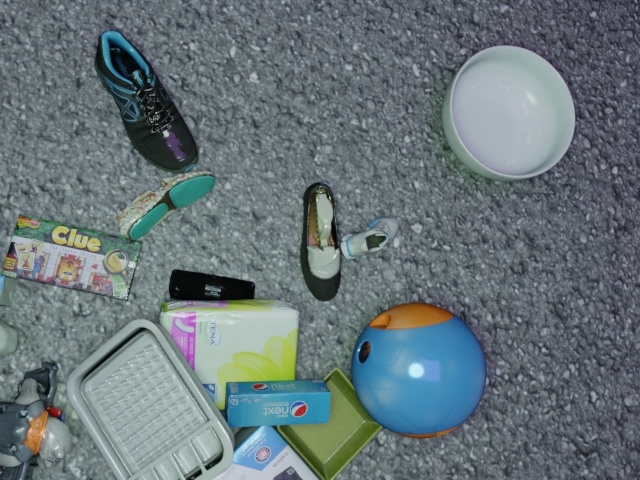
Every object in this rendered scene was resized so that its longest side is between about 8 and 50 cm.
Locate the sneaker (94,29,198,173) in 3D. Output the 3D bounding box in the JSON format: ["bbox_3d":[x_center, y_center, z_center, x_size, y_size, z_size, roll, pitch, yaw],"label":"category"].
[{"bbox_3d":[-0.389,-0.298,1.358,0.125,0.140,0.340,-37,93,-17],"label":"sneaker"}]

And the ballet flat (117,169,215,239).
[{"bbox_3d":[-0.348,-0.096,1.373,0.241,0.091,0.077,-36,61,-20],"label":"ballet flat"}]

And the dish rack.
[{"bbox_3d":[-0.328,0.341,1.223,0.286,0.072,0.332,-39,82,21],"label":"dish rack"}]

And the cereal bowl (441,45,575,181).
[{"bbox_3d":[0.451,-0.304,1.557,0.339,0.141,0.338,2,81,-14],"label":"cereal bowl"}]

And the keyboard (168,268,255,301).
[{"bbox_3d":[-0.246,0.128,1.391,0.192,0.038,0.100,11,61,-14],"label":"keyboard"}]

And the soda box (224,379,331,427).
[{"bbox_3d":[-0.089,0.334,1.274,0.210,0.067,0.071,2,101,-14],"label":"soda box"}]

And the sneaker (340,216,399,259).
[{"bbox_3d":[0.137,-0.006,1.443,0.191,0.083,0.071,-30,105,-43],"label":"sneaker"}]

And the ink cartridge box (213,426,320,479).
[{"bbox_3d":[-0.104,0.560,1.306,0.223,0.129,0.307,-41,93,-16],"label":"ink cartridge box"}]

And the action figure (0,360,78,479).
[{"bbox_3d":[-0.641,0.400,1.183,0.331,0.178,0.341,3,78,-3],"label":"action figure"}]

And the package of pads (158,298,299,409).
[{"bbox_3d":[-0.196,0.239,1.323,0.297,0.101,0.229,2,97,-14],"label":"package of pads"}]

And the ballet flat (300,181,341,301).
[{"bbox_3d":[0.000,0.000,1.429,0.095,0.096,0.280,-5,83,-13],"label":"ballet flat"}]

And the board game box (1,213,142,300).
[{"bbox_3d":[-0.530,0.038,1.333,0.260,0.030,0.136,13,77,-11],"label":"board game box"}]

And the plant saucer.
[{"bbox_3d":[0.019,0.409,1.387,0.188,0.045,0.188,-42,104,-16],"label":"plant saucer"}]

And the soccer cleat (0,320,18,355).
[{"bbox_3d":[-0.762,0.193,1.221,0.332,0.143,0.115,5,80,11],"label":"soccer cleat"}]

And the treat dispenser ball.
[{"bbox_3d":[0.210,0.279,1.339,0.289,0.288,0.287,2,82,-13],"label":"treat dispenser ball"}]

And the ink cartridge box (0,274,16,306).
[{"bbox_3d":[-0.721,0.090,1.240,0.180,0.104,0.060,9,80,-12],"label":"ink cartridge box"}]
